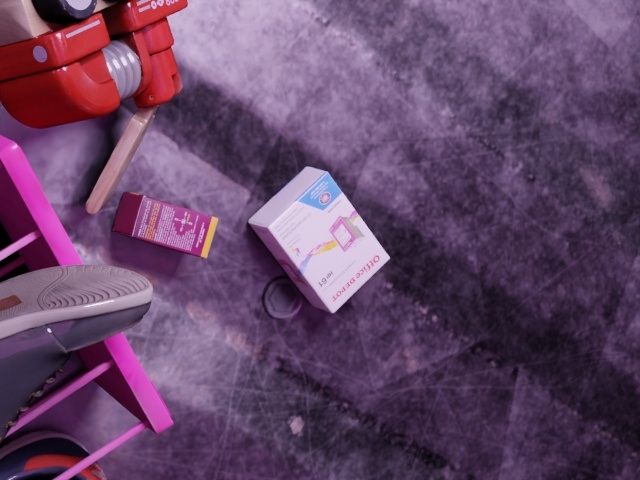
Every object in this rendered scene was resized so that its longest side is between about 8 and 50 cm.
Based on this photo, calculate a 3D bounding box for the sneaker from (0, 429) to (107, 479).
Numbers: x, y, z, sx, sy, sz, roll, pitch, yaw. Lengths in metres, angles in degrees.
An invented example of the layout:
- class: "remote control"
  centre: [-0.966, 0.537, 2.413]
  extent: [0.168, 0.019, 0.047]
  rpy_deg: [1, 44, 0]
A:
- class: "sneaker"
  centre: [-0.342, 0.305, 1.551]
  extent: [0.350, 0.148, 0.131]
  rpy_deg: [-39, 114, -16]

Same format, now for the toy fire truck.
- class: "toy fire truck"
  centre: [-0.207, -0.140, 1.533]
  extent: [0.217, 0.158, 0.246]
  rpy_deg: [-38, 114, -54]

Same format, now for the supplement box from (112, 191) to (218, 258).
- class: "supplement box"
  centre: [-0.151, -0.015, 1.653]
  extent: [0.083, 0.055, 0.043]
  rpy_deg: [17, 89, -29]

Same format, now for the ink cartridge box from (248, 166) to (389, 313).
- class: "ink cartridge box"
  centre: [0.000, 0.000, 1.735]
  extent: [0.088, 0.052, 0.122]
  rpy_deg: [-44, 116, -15]

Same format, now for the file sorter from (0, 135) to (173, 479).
- class: "file sorter"
  centre: [-0.301, 0.069, 1.508]
  extent: [0.182, 0.202, 0.290]
  rpy_deg: [-33, 111, -16]

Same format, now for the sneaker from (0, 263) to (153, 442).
- class: "sneaker"
  centre: [-0.240, 0.099, 1.397]
  extent: [0.222, 0.083, 0.118]
  rpy_deg: [-15, 119, -21]
